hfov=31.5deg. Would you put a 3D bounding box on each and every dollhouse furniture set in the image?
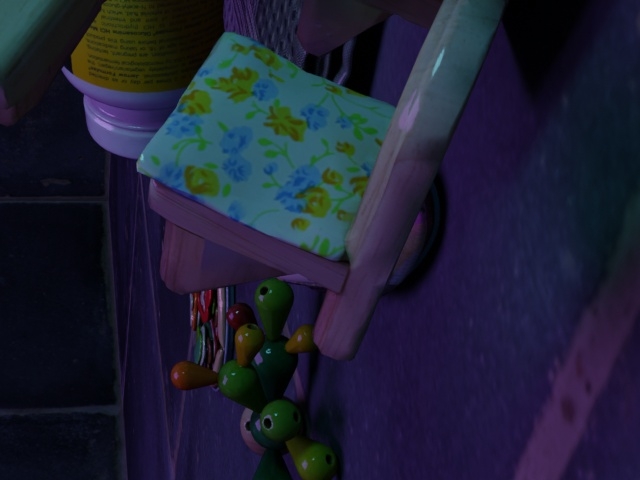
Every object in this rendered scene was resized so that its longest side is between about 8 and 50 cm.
[{"bbox_3d":[-0.066,-0.229,0.413,0.256,0.362,0.394,108,-173,-55],"label":"dollhouse furniture set"}]

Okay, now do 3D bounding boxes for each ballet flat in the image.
[{"bbox_3d":[0.000,0.000,0.674,0.221,0.079,0.076,158,107,-75],"label":"ballet flat"}]

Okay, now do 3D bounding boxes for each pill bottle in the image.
[{"bbox_3d":[-0.174,-0.252,1.117,0.188,0.188,0.333,-105,14,-47],"label":"pill bottle"}]

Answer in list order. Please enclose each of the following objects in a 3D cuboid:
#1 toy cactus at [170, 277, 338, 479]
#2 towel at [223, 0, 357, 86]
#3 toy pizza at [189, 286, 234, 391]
[{"bbox_3d":[-0.044,0.144,0.848,0.180,0.112,0.218,115,145,-80],"label":"toy cactus"},{"bbox_3d":[-0.012,-0.203,0.812,0.324,0.056,0.312,-102,21,-46],"label":"towel"},{"bbox_3d":[-0.129,0.072,1.296,0.201,0.032,0.201,180,90,-76],"label":"toy pizza"}]
